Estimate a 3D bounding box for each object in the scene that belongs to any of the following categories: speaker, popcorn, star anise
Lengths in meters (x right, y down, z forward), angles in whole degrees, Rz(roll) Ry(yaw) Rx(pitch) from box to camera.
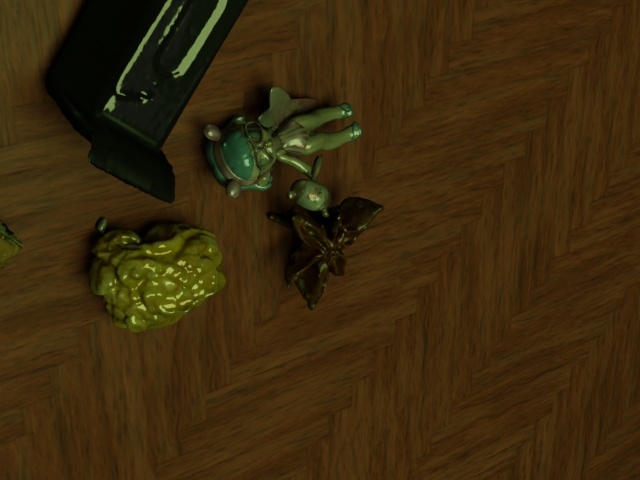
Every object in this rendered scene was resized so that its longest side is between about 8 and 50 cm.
[{"bbox_3d":[-0.189,-0.266,1.390,0.180,0.184,0.388,27,93,-43],"label":"speaker"},{"bbox_3d":[-0.234,0.058,1.552,0.194,0.140,0.163,-2,108,-36],"label":"popcorn"},{"bbox_3d":[0.007,-0.001,1.729,0.196,0.111,0.212,-27,134,-18],"label":"star anise"}]

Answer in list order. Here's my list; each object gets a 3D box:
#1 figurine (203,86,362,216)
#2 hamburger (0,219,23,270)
[{"bbox_3d":[-0.049,-0.126,1.616,0.260,0.103,0.205,-22,99,-33],"label":"figurine"},{"bbox_3d":[-0.487,0.027,1.338,0.208,0.135,0.155,-44,130,-9],"label":"hamburger"}]
